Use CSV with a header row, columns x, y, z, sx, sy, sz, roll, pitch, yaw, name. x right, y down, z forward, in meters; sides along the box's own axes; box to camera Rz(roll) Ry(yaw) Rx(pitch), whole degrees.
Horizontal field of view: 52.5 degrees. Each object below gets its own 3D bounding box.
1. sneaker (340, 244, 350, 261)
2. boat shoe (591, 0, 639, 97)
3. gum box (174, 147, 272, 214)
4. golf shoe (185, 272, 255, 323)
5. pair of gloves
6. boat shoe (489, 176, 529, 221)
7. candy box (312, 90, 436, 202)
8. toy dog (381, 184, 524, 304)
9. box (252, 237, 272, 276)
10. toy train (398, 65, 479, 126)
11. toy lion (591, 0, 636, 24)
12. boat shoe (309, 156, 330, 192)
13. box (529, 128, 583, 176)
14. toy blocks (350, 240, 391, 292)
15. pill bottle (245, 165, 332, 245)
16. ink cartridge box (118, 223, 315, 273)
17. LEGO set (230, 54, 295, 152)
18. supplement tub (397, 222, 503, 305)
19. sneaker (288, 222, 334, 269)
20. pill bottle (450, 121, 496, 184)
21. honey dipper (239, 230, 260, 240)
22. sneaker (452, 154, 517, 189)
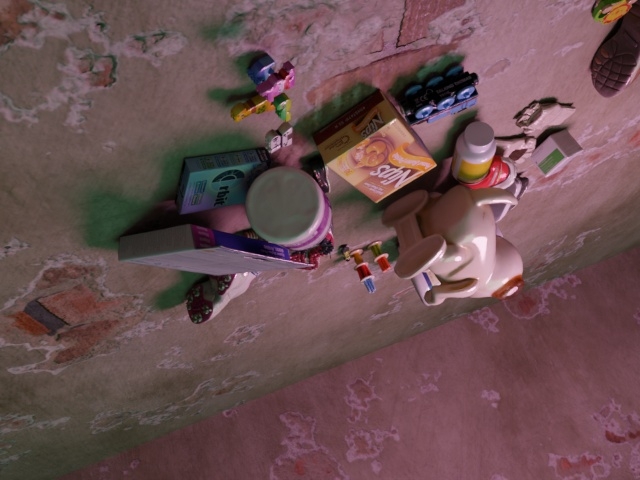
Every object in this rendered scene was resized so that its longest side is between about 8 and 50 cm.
x,y,z,sx,sy,sz,roll,pitch,yaw,name
0.084,0.042,2.075,0.031,0.035,0.083,-24,157,-2,sneaker
0.755,-0.460,1.532,0.116,0.123,0.324,-21,159,-14,boat shoe
-0.213,-0.127,1.406,0.184,0.041,0.157,-13,155,-28,gum box
-0.276,0.146,1.858,0.140,0.115,0.306,-6,153,-44,golf shoe
0.581,-0.297,1.814,0.204,0.042,0.240,-2,148,-41,pair of gloves
0.625,-0.133,2.169,0.070,0.078,0.219,-12,153,-24,boat shoe
0.135,-0.206,1.513,0.182,0.088,0.316,-31,157,16,candy box
0.430,0.018,1.902,0.395,0.285,0.408,-40,129,16,toy dog
-0.149,0.026,1.733,0.137,0.027,0.094,-55,163,-9,box
0.261,-0.310,1.428,0.184,0.080,0.105,-25,163,1,toy train
0.643,-0.509,1.431,0.100,0.034,0.096,-21,165,-8,toy lion
-0.001,-0.153,1.553,0.041,0.049,0.133,-19,154,-2,boat shoe
0.699,-0.260,1.929,0.101,0.087,0.101,-22,161,-39,box
0.173,0.089,2.119,0.123,0.148,0.054,-23,158,-2,toy blocks
-0.061,-0.064,1.492,0.169,0.169,0.301,-26,173,4,pill bottle
-0.235,0.024,1.508,0.329,0.072,0.324,-8,166,35,ink cartridge box
-0.111,-0.246,1.183,0.093,0.087,0.227,-34,161,-18,LEGO set
0.451,0.054,2.201,0.324,0.236,0.235,-26,157,4,supplement tub
-0.036,0.004,1.791,0.120,0.112,0.299,15,155,-21,sneaker
0.403,-0.230,1.703,0.103,0.103,0.184,-22,158,-6,pill bottle
-0.234,-0.002,1.676,0.160,0.031,0.030,-10,154,-27,honey dipper
0.439,-0.173,1.893,0.118,0.108,0.279,17,146,-25,sneaker
